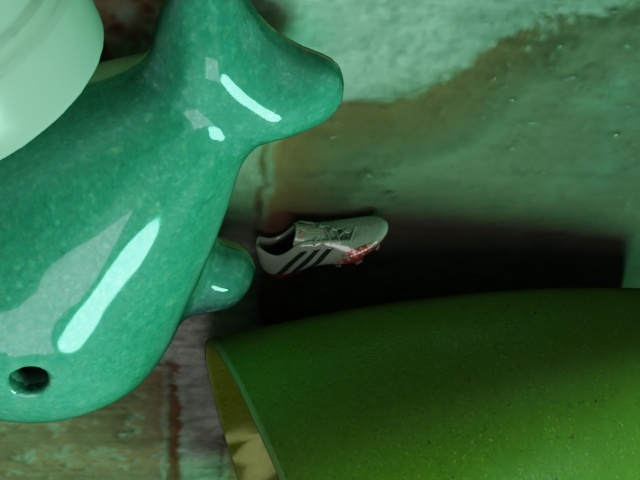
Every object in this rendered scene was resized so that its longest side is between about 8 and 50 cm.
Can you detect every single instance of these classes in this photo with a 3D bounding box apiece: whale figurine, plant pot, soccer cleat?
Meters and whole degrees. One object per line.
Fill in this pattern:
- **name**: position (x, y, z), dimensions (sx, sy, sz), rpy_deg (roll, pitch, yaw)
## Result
- **whale figurine**: position (-0.111, -0.008, 0.493), dimensions (0.272, 0.141, 0.216), rpy_deg (-35, 130, 23)
- **plant pot**: position (0.111, 0.144, 0.626), dimensions (0.293, 0.275, 0.275), rpy_deg (-19, 137, -13)
- **soccer cleat**: position (0.000, 0.000, 0.602), dimensions (0.083, 0.029, 0.036), rpy_deg (-16, 139, 13)

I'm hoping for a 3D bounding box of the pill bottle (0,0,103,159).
- **pill bottle**: position (-0.188, -0.156, 0.319), dimensions (0.162, 0.162, 0.278), rpy_deg (-16, 135, 6)
